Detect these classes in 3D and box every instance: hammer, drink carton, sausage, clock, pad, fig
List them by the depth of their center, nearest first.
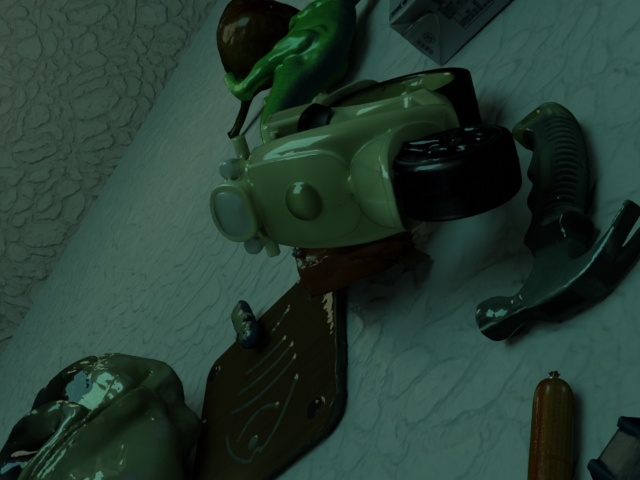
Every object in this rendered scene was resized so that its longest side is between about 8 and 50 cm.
[{"bbox_3d":[0.159,0.137,0.604,0.031,0.031,0.107,-34,31,43],"label":"sausage"},{"bbox_3d":[0.199,-0.034,0.737,0.158,0.041,0.226,-37,29,39],"label":"hammer"},{"bbox_3d":[0.041,-0.084,0.864,0.276,0.120,0.379,-14,16,10],"label":"clock"},{"bbox_3d":[-0.066,0.176,1.036,0.286,0.018,0.284,-45,25,29],"label":"pad"},{"bbox_3d":[0.191,-0.348,1.105,0.222,0.102,0.134,-43,28,35],"label":"drink carton"},{"bbox_3d":[-0.146,-0.339,1.675,0.290,0.190,0.191,-43,26,30],"label":"fig"}]

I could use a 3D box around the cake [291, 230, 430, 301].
[{"bbox_3d":[-0.003,-0.006,0.984,0.135,0.098,0.287,-29,18,-19],"label":"cake"}]

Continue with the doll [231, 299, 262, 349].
[{"bbox_3d":[-0.099,0.107,1.136,0.037,0.027,0.125,-62,21,6],"label":"doll"}]

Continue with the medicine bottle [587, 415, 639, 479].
[{"bbox_3d":[0.256,0.080,0.419,0.258,0.079,0.124,-49,23,17],"label":"medicine bottle"}]

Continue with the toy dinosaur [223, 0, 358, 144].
[{"bbox_3d":[0.036,-0.302,1.381,0.374,0.144,0.500,-42,27,5],"label":"toy dinosaur"}]

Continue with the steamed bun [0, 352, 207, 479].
[{"bbox_3d":[-0.297,0.273,1.126,0.320,0.206,0.275,-25,41,63],"label":"steamed bun"}]
